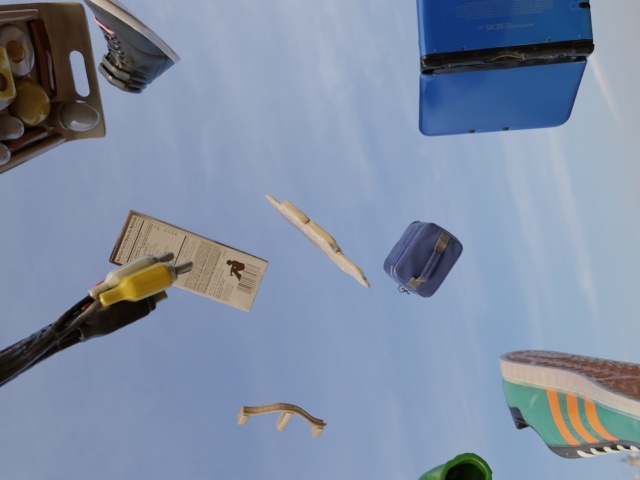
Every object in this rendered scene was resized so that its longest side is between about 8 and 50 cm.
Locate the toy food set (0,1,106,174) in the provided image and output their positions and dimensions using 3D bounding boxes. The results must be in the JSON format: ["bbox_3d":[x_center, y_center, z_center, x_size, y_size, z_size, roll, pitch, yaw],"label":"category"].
[{"bbox_3d":[-0.410,-0.213,0.728,0.306,0.092,0.220,-76,-12,-63],"label":"toy food set"}]

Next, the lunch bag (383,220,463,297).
[{"bbox_3d":[0.128,0.025,0.656,0.067,0.065,0.098,33,-92,-7],"label":"lunch bag"}]

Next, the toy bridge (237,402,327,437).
[{"bbox_3d":[-0.072,0.366,1.063,0.188,0.063,0.026,16,-151,-18],"label":"toy bridge"}]

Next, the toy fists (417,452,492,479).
[{"bbox_3d":[0.195,0.494,0.953,0.279,0.096,0.142,-31,-33,-17],"label":"toy fists"}]

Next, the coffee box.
[{"bbox_3d":[-0.275,0.042,1.107,0.297,0.168,0.119,21,-93,-9],"label":"coffee box"}]

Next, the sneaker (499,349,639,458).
[{"bbox_3d":[0.348,0.217,0.631,0.108,0.302,0.121,-8,-89,-21],"label":"sneaker"}]

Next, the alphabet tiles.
[{"bbox_3d":[0.000,0.000,1.140,0.021,0.278,0.284,-48,-20,-5],"label":"alphabet tiles"}]

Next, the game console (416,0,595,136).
[{"bbox_3d":[0.328,-0.349,0.965,0.173,0.293,0.250,38,-131,-81],"label":"game console"}]

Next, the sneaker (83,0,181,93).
[{"bbox_3d":[-0.411,-0.392,1.049,0.104,0.147,0.296,45,-175,13],"label":"sneaker"}]

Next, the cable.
[{"bbox_3d":[-0.281,0.082,0.562,0.287,0.139,0.072,-25,-76,-51],"label":"cable"}]
